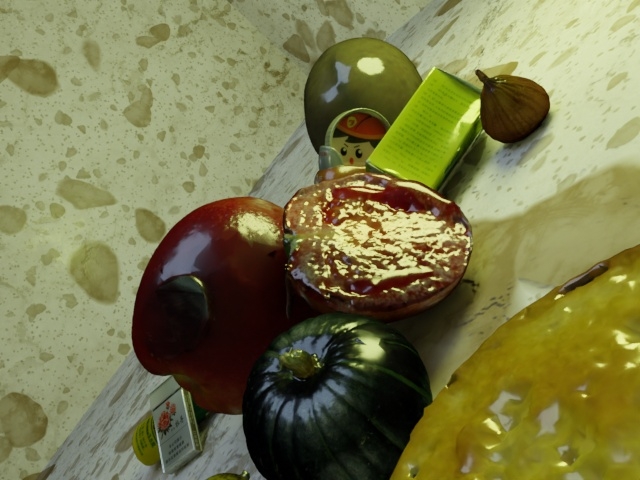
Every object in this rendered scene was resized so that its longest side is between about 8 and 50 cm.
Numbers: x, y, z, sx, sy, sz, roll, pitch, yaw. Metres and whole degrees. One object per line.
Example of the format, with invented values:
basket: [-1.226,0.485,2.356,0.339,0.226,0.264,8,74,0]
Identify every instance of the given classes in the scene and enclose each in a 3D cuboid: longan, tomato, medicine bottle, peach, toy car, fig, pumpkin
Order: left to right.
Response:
medicine bottle: [-0.320,0.408,1.418,0.309,0.076,0.111,-39,52,20]
peach: [-0.165,0.119,1.108,0.310,0.335,0.405,21,-86,-63]
pumpkin: [0.013,0.197,0.752,0.250,0.216,0.249,-20,41,18]
toy car: [0.083,-0.182,1.366,0.235,0.235,0.145,-51,15,-6]
longan: [0.109,-0.341,1.564,0.361,0.361,0.361,-45,16,17]
tomato: [0.083,0.035,0.963,0.170,0.309,0.309,83,-151,-48]
medicine bottle: [0.207,-0.187,1.183,0.250,0.141,0.137,-55,-17,-11]
fig: [0.315,-0.241,1.068,0.119,0.153,0.119,-56,5,7]

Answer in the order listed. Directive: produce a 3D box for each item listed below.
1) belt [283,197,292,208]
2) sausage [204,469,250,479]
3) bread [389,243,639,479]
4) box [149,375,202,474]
belt: [0.000,0.000,1.288,0.128,0.200,0.124,-26,13,-13]
sausage: [-0.158,0.449,0.783,0.123,0.123,0.347,-38,19,37]
bread: [0.212,0.156,0.288,0.398,0.215,0.398,-42,13,12]
box: [-0.323,0.398,1.350,0.109,0.029,0.198,-40,50,21]
